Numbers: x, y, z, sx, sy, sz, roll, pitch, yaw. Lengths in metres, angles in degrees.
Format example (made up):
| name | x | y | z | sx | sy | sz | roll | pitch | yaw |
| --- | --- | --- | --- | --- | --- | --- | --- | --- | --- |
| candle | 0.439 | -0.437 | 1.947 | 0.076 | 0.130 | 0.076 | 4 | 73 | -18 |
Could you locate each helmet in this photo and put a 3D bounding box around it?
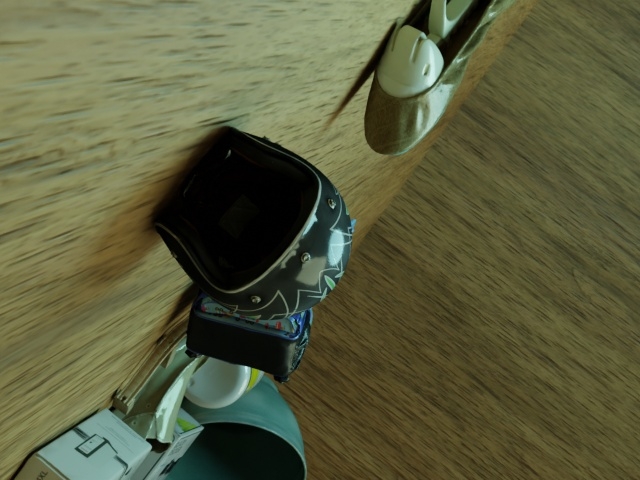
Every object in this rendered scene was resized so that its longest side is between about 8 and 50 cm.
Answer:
| name | x | y | z | sx | sy | sz | roll | pitch | yaw |
| --- | --- | --- | --- | --- | --- | --- | --- | --- | --- |
| helmet | -0.051 | -0.006 | 0.950 | 0.169 | 0.161 | 0.169 | -52 | 175 | -7 |

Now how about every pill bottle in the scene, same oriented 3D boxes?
| name | x | y | z | sx | sy | sz | roll | pitch | yaw |
| --- | --- | --- | --- | --- | --- | --- | --- | --- | --- |
| pill bottle | -0.152 | 0.194 | 1.658 | 0.117 | 0.117 | 0.215 | -53 | 175 | 4 |

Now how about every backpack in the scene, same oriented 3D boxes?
| name | x | y | z | sx | sy | sz | roll | pitch | yaw |
| --- | --- | --- | --- | --- | --- | --- | --- | --- | --- |
| backpack | -0.081 | 0.081 | 1.363 | 0.173 | 0.158 | 0.117 | -67 | 171 | -53 |

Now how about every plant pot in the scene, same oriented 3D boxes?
| name | x | y | z | sx | sy | sz | roll | pitch | yaw |
| --- | --- | --- | --- | --- | --- | --- | --- | --- | --- |
| plant pot | -0.169 | 0.375 | 2.046 | 0.293 | 0.293 | 0.196 | -56 | -160 | 36 |

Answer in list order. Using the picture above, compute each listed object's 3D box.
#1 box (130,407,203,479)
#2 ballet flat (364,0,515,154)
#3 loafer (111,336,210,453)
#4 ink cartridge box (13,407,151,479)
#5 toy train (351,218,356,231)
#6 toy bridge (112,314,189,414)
| name | x | y | z | sx | sy | sz | roll | pitch | yaw |
| --- | --- | --- | --- | --- | --- | --- | --- | --- | --- |
| box | -0.317 | 0.384 | 1.625 | 0.290 | 0.087 | 0.169 | -53 | 172 | -2 |
| ballet flat | 0.156 | -0.272 | 1.360 | 0.342 | 0.116 | 0.124 | -52 | 155 | -7 |
| loafer | -0.231 | 0.242 | 1.426 | 0.268 | 0.092 | 0.102 | -50 | 174 | -26 |
| ink cartridge box | -0.303 | 0.301 | 1.235 | 0.148 | 0.086 | 0.203 | -53 | 175 | 11 |
| toy train | 0.000 | 0.000 | 1.906 | 0.105 | 0.080 | 0.184 | -43 | 171 | -26 |
| toy bridge | -0.205 | 0.147 | 1.384 | 0.188 | 0.026 | 0.063 | -49 | 173 | -33 |
